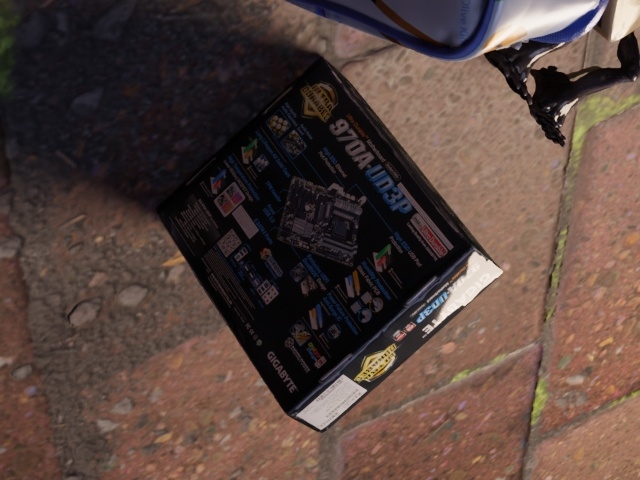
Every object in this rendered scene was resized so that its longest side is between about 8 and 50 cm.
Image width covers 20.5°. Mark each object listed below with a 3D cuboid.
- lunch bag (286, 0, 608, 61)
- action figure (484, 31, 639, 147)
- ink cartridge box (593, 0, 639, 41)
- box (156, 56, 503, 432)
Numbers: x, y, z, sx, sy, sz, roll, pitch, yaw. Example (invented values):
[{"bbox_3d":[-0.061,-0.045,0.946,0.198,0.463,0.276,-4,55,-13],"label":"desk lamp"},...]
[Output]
[{"bbox_3d":[0.062,-0.241,0.897,0.115,0.243,0.303,-15,118,-38],"label":"lunch bag"},{"bbox_3d":[0.270,-0.183,1.358,0.276,0.141,0.164,-38,135,6],"label":"action figure"},{"bbox_3d":[0.210,-0.260,1.136,0.235,0.193,0.088,-32,149,-19],"label":"ink cartridge box"},{"bbox_3d":[0.000,0.000,1.267,0.175,0.220,0.051,-43,143,9],"label":"box"}]
